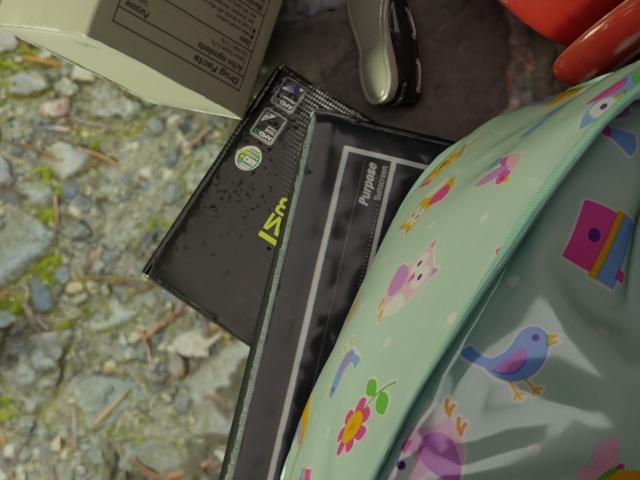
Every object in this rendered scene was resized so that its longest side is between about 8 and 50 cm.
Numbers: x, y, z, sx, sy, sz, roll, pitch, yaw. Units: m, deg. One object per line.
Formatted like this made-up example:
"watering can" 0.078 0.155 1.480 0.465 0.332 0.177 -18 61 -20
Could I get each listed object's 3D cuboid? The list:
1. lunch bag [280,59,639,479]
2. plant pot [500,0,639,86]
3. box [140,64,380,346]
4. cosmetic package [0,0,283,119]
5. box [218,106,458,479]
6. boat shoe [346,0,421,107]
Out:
"lunch bag" 0.102 0.039 0.550 0.160 0.223 0.262 27 84 -6
"plant pot" 0.195 -0.211 0.803 0.191 0.191 0.174 -34 83 3
"box" 0.000 0.000 0.876 0.191 0.045 0.184 34 86 11
"cosmetic package" -0.089 -0.259 0.859 0.113 0.160 0.309 15 83 40
"box" 0.099 0.103 0.747 0.294 0.183 0.296 14 86 -3
"boat shoe" 0.050 -0.157 0.895 0.046 0.038 0.125 -25 67 48
